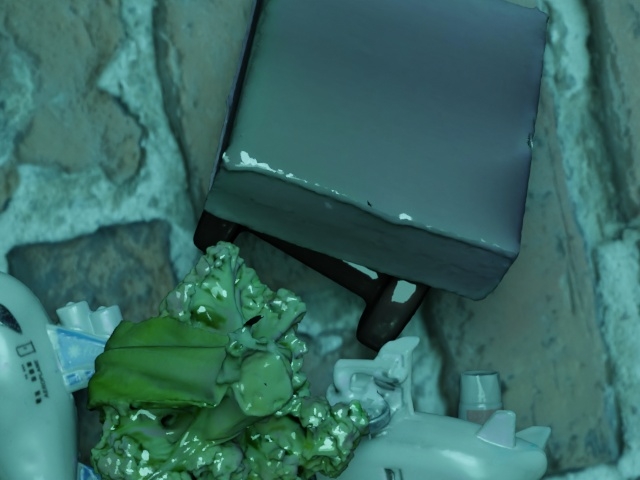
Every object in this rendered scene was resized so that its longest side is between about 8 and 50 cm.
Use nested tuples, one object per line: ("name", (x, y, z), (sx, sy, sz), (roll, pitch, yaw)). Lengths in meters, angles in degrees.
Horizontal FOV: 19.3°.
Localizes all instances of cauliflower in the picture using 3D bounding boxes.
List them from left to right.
("cauliflower", (-0.084, 0.131, 1.637), (0.256, 0.315, 0.239), (-28, 88, -23))

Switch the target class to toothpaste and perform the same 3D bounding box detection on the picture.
("toothpaste", (0.160, 0.226, 1.838), (0.067, 0.043, 0.194), (-1, 94, 2))

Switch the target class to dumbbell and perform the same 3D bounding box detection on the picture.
("dumbbell", (0.000, 0.000, 1.789), (0.225, 0.140, 0.124), (31, 100, 0))

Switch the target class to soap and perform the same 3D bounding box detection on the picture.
("soap", (0.056, -0.122, 1.735), (0.285, 0.107, 0.296), (19, 54, -9))

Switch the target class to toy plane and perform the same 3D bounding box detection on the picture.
("toy plane", (-0.288, 0.155, 1.779), (0.267, 0.122, 0.266), (0, 85, -2))
("toy plane", (0.091, 0.208, 1.778), (0.252, 0.118, 0.252), (8, 118, 15))
